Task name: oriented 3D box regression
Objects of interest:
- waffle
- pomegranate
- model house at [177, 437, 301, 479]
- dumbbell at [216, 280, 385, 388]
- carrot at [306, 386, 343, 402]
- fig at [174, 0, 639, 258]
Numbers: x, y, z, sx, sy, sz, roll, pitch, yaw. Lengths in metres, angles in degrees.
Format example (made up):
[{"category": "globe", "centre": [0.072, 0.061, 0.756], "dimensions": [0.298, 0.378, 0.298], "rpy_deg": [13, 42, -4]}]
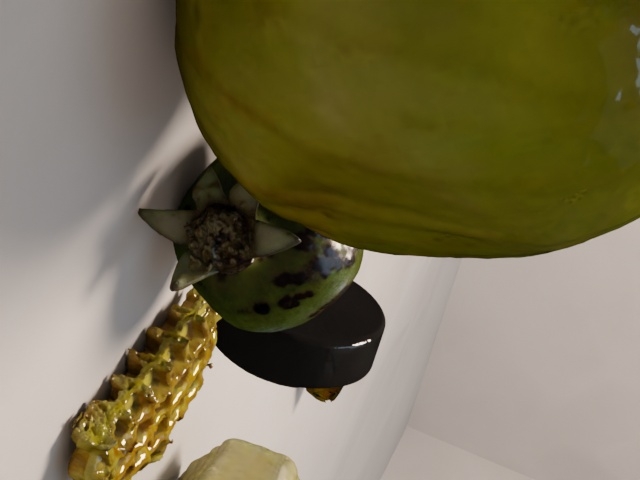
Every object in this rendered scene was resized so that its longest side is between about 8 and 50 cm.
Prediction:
[{"category": "waffle", "centre": [-0.129, 0.116, 0.981], "dimensions": [0.160, 0.046, 0.192], "rpy_deg": [-68, 169, 7]}, {"category": "pomegranate", "centre": [-0.044, -0.011, 0.934], "dimensions": [0.148, 0.149, 0.169], "rpy_deg": [-66, 157, -11]}, {"category": "model house", "centre": [-0.090, 0.313, 1.213], "dimensions": [0.193, 0.175, 0.234], "rpy_deg": [-54, 165, -51]}, {"category": "dumbbell", "centre": [0.000, 0.000, 1.106], "dimensions": [0.152, 0.153, 0.218], "rpy_deg": [-46, 156, -63]}, {"category": "carrot", "centre": [0.014, 0.130, 1.686], "dimensions": [0.228, 0.069, 0.069], "rpy_deg": [98, 17, -53]}, {"category": "fig", "centre": [0.092, -0.145, 0.767], "dimensions": [0.343, 0.343, 0.343], "rpy_deg": [22, 90, -79]}]
